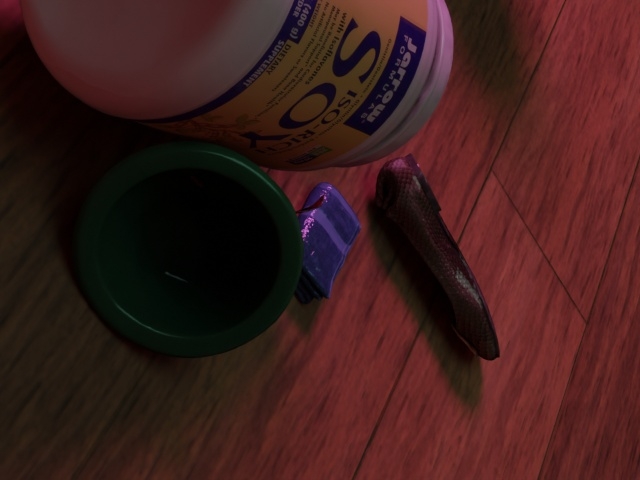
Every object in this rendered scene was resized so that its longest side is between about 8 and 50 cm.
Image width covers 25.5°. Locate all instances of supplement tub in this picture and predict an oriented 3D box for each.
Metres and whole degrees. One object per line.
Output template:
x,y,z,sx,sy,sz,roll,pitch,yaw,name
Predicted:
-0.051,-0.186,1.133,0.331,0.241,0.241,15,64,-60,supplement tub

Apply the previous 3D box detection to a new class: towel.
0.000,0.000,1.327,0.067,0.029,0.119,54,39,-23,towel

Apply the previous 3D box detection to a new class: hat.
-0.108,-0.011,1.175,0.208,0.173,0.183,40,7,-21,hat

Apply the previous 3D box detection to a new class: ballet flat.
0.121,0.025,1.465,0.250,0.058,0.084,62,1,-23,ballet flat
